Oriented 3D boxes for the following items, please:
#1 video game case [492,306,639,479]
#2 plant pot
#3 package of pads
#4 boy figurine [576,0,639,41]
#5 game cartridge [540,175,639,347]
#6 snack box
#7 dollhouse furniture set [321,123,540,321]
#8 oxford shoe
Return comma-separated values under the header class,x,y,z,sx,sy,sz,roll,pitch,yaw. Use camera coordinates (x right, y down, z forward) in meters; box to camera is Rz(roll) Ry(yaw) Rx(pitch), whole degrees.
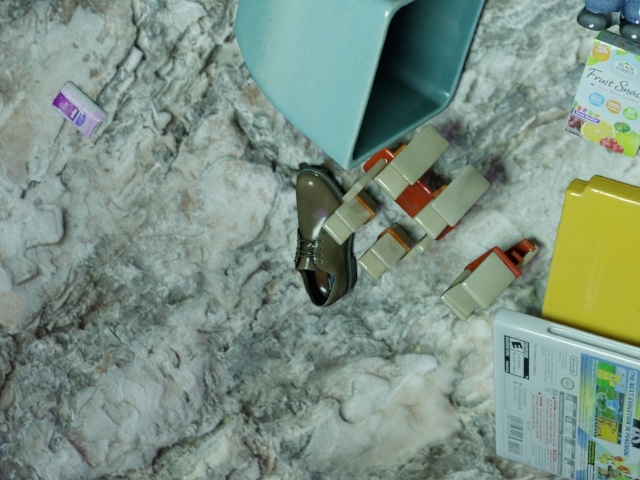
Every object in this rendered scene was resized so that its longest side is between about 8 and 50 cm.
class,x,y,z,sx,sy,sz,roll,pitch,yaw
video game case,0.394,0.250,2.074,0.300,0.036,0.329,16,141,22
plant pot,0.033,-0.287,1.845,0.252,0.247,0.247,34,133,21
package of pads,-0.380,-0.206,2.274,0.083,0.032,0.050,42,129,-1
boy figurine,0.363,-0.378,1.680,0.177,0.092,0.285,17,127,21
game cartridge,0.451,0.083,1.974,0.285,0.052,0.323,19,126,19
snack box,0.379,-0.185,1.836,0.100,0.037,0.141,24,130,13
dollhouse furniture set,0.163,-0.026,2.004,0.259,0.135,0.262,45,153,-2
oxford shoe,0.000,0.000,2.149,0.083,0.096,0.227,4,121,31
